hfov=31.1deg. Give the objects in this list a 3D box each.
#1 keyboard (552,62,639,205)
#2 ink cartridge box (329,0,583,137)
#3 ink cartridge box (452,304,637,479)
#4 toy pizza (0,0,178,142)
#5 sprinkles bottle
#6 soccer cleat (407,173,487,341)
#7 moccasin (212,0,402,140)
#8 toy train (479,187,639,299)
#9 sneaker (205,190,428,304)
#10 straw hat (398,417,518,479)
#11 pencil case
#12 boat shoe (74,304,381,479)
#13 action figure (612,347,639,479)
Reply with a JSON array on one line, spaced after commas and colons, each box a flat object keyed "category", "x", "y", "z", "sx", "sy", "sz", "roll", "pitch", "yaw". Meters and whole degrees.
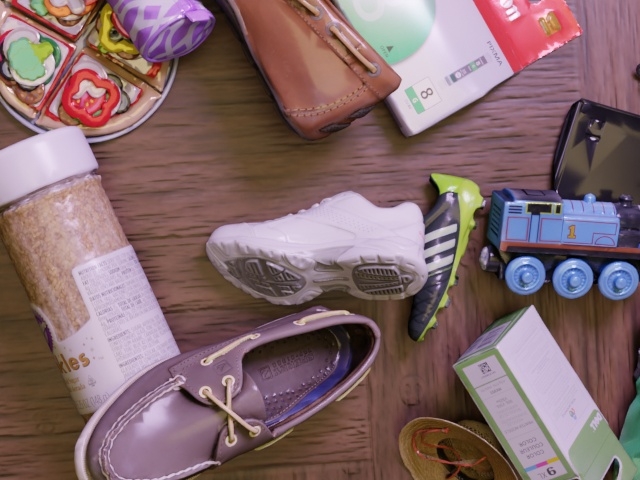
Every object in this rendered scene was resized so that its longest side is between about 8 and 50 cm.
[{"category": "keyboard", "x": 0.414, "y": -0.088, "z": 1.233, "sx": 0.317, "sy": 0.033, "sz": 0.201, "roll": 17, "pitch": 96, "yaw": -6}, {"category": "ink cartridge box", "x": 0.142, "y": -0.238, "z": 1.197, "sx": 0.225, "sy": 0.056, "sz": 0.181, "roll": -30, "pitch": 94, "yaw": -1}, {"category": "ink cartridge box", "x": 0.230, "y": 0.182, "z": 1.176, "sx": 0.062, "sy": 0.109, "sz": 0.209, "roll": -32, "pitch": 92, "yaw": 35}, {"category": "toy pizza", "x": -0.246, "y": -0.200, "z": 1.177, "sx": 0.201, "sy": 0.032, "sz": 0.201, "roll": 0, "pitch": 92, "yaw": -4}, {"category": "sprinkles bottle", "x": -0.222, "y": 0.069, "z": 1.141, "sx": 0.121, "sy": 0.121, "sz": 0.355, "roll": -24, "pitch": 93, "yaw": -3}, {"category": "soccer cleat", "x": 0.115, "y": 0.016, "z": 1.203, "sx": 0.072, "sy": 0.060, "sz": 0.178, "roll": 19, "pitch": 84, "yaw": 5}, {"category": "moccasin", "x": -0.054, "y": -0.285, "z": 1.114, "sx": 0.147, "sy": 0.139, "sz": 0.380, "roll": -33, "pitch": 81, "yaw": 14}, {"category": "toy train", "x": 0.257, "y": 0.002, "z": 1.190, "sx": 0.184, "sy": 0.080, "sz": 0.105, "roll": 3, "pitch": 106, "yaw": -4}, {"category": "sneaker", "x": 0.000, "y": 0.000, "z": 1.184, "sx": 0.232, "sy": 0.090, "sz": 0.115, "roll": 3, "pitch": 48, "yaw": 11}, {"category": "straw hat", "x": 0.158, "y": 0.223, "z": 1.201, "sx": 0.144, "sy": 0.144, "sz": 0.061, "roll": 50, "pitch": 48, "yaw": -4}, {"category": "pencil case", "x": -0.182, "y": -0.276, "z": 1.133, "sx": 0.086, "sy": 0.088, "sz": 0.206, "roll": -22, "pitch": 77, "yaw": -47}, {"category": "boat shoe", "x": -0.079, "y": 0.147, "z": 1.088, "sx": 0.324, "sy": 0.097, "sz": 0.116, "roll": -23, "pitch": 92, "yaw": -38}, {"category": "action figure", "x": 0.378, "y": 0.143, "z": 1.219, "sx": 0.137, "sy": 0.063, "sz": 0.232, "roll": 0, "pitch": 95, "yaw": -3}]
